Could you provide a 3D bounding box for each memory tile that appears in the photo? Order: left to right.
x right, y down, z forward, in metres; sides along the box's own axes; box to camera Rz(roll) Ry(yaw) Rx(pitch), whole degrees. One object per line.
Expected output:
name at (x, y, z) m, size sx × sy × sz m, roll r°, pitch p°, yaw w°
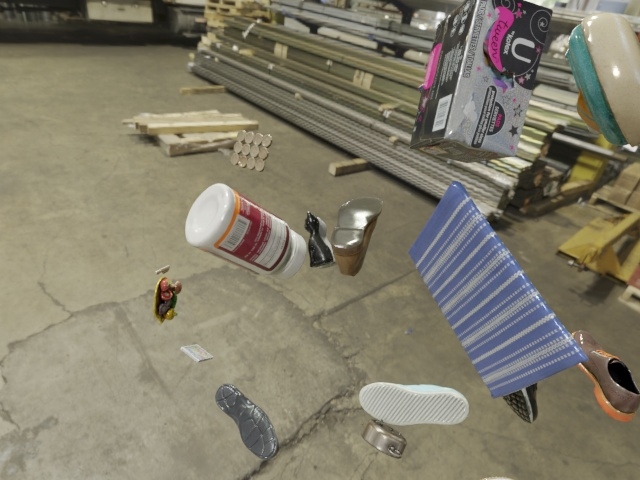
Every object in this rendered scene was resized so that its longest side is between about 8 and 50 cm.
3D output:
memory tile at (-0.210, -0.272, 1.238) m, size 0.147 × 0.113 × 0.012 m, roll 20°, pitch 7°, yaw 33°

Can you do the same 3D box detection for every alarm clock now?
alarm clock at (0.192, 0.578, 1.183) m, size 0.129 × 0.064 × 0.192 m, roll 28°, pitch -6°, yaw -6°

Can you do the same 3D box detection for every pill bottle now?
pill bottle at (-0.242, -0.012, 1.413) m, size 0.392 × 0.224 × 0.224 m, roll 32°, pitch 12°, yaw -43°

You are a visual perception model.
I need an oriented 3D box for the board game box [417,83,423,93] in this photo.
board game box at (0.331, -0.305, 0.938) m, size 0.045 × 0.194 × 0.146 m, roll -39°, pitch 13°, yaw -27°

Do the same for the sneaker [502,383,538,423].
sneaker at (0.456, 0.268, 0.911) m, size 0.124 × 0.284 × 0.107 m, roll -22°, pitch 9°, yaw -8°

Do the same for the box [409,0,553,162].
box at (0.280, -0.279, 0.735) m, size 0.142 × 0.248 × 0.163 m, roll 11°, pitch 5°, yaw -11°

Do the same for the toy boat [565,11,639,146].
toy boat at (0.603, -0.299, 0.848) m, size 0.318 × 0.148 × 0.268 m, roll 4°, pitch 71°, yaw -43°

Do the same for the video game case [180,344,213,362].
video game case at (-0.463, 0.424, 1.533) m, size 0.087 × 0.011 × 0.122 m, roll 33°, pitch -2°, yaw 14°

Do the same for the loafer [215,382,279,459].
loafer at (-0.228, 0.589, 1.343) m, size 0.302 × 0.095 × 0.109 m, roll 35°, pitch 77°, yaw 34°

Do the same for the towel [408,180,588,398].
towel at (0.280, 0.089, 0.720) m, size 0.040 × 0.243 × 0.336 m, roll -16°, pitch 61°, yaw -18°

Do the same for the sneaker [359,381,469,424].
sneaker at (0.323, 0.565, 1.416) m, size 0.365 × 0.135 × 0.150 m, roll 1°, pitch -12°, yaw 22°

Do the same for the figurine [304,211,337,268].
figurine at (0.000, 0.000, 1.622) m, size 0.092 × 0.210 × 0.215 m, roll -15°, pitch -9°, yaw 11°

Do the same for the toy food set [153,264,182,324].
toy food set at (-0.566, 0.207, 1.532) m, size 0.071 × 0.218 × 0.128 m, roll 3°, pitch 0°, yaw 1°

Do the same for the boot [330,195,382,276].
boot at (0.099, -0.022, 1.121) m, size 0.112 × 0.115 × 0.305 m, roll 7°, pitch 36°, yaw 19°

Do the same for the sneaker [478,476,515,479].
sneaker at (0.379, 0.691, 0.996) m, size 0.282 × 0.099 × 0.153 m, roll -12°, pitch 31°, yaw -2°

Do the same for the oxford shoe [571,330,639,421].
oxford shoe at (0.747, 0.324, 1.064) m, size 0.096 × 0.099 × 0.271 m, roll 6°, pitch 33°, yaw 0°
